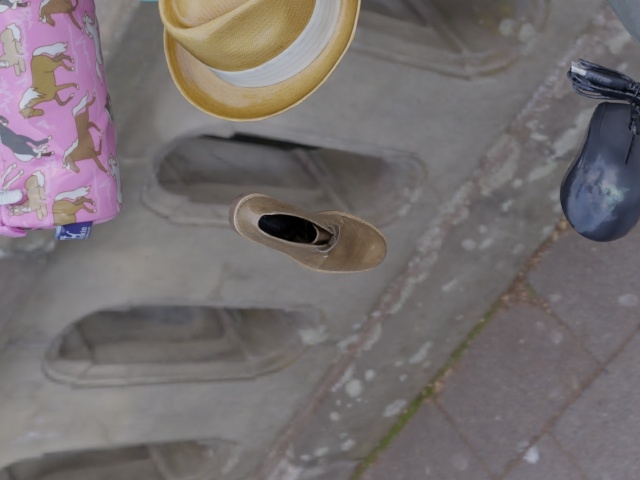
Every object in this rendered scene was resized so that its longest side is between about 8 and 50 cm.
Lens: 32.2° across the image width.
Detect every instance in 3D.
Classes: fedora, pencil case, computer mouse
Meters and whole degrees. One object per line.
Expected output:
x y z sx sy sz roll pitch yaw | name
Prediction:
-0.063 -0.186 0.859 0.194 0.079 0.194 -8 75 32 | fedora
-0.321 -0.196 1.232 0.167 0.160 0.386 -103 8 -74 | pencil case
0.413 -0.128 1.543 0.072 0.188 0.272 119 172 -66 | computer mouse

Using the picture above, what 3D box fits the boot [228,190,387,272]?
0.000 0.000 1.867 0.115 0.305 0.112 22 96 59 | boot

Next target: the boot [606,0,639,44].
0.203 -0.234 0.891 0.083 0.161 0.246 -61 39 38 | boot
